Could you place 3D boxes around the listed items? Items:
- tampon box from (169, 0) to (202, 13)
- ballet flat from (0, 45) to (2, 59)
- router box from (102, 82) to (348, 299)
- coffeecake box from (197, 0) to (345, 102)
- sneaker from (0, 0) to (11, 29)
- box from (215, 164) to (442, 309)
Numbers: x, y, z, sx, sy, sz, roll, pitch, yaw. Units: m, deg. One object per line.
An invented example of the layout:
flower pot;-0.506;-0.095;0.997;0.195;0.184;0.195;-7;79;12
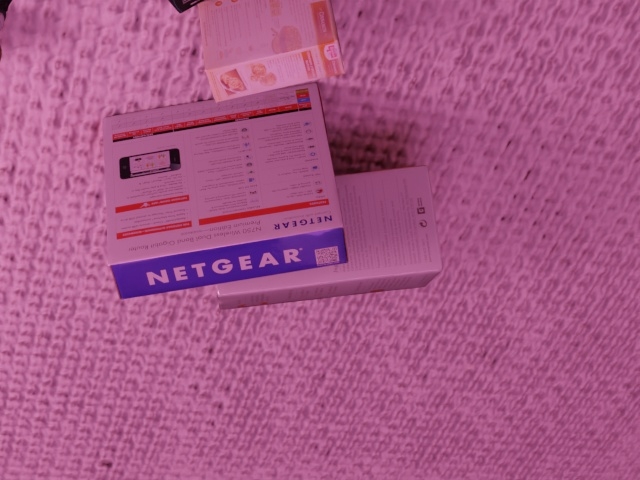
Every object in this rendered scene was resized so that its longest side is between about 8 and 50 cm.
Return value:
tampon box;-0.181;-0.403;1.869;0.120;0.101;0.161;-25;137;17
ballet flat;-0.611;-0.258;1.952;0.348;0.123;0.123;6;137;-12
router box;-0.146;-0.077;2.103;0.335;0.301;0.082;-9;139;0
coffeecake box;-0.069;-0.282;2.000;0.185;0.142;0.068;-12;140;4
sneaker;-0.430;-0.367;1.801;0.101;0.153;0.268;25;164;6
box;0.000;0.000;2.262;0.345;0.168;0.215;-7;172;-4
